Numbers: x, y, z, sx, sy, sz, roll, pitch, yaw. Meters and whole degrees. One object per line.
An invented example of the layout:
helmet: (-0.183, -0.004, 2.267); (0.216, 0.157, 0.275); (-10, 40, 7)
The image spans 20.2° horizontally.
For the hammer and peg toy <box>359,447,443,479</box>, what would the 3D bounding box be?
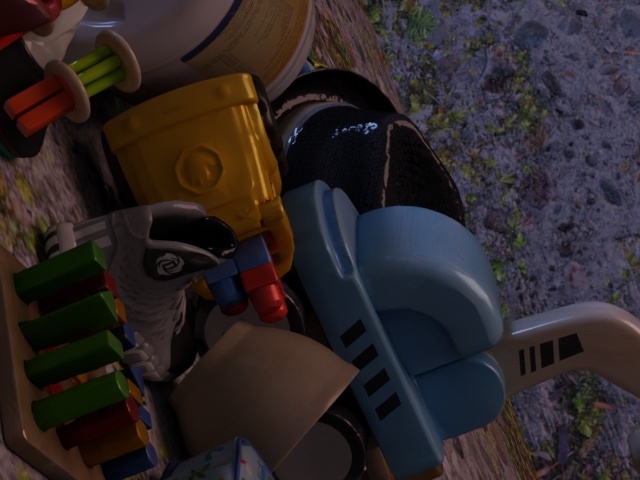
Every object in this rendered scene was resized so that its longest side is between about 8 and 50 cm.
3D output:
hammer and peg toy: (0.140, 0.384, 2.017); (0.361, 0.127, 0.266); (49, 20, -59)

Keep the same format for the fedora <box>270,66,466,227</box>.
fedora: (0.058, -0.024, 1.943); (0.334, 0.152, 0.334); (-1, 91, -45)

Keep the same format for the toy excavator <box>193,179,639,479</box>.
toy excavator: (0.151, 0.105, 1.767); (0.222, 0.445, 0.433); (-83, 149, -67)

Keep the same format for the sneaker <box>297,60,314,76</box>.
sneaker: (-0.099, -0.251, 2.125); (0.208, 0.127, 0.319); (61, -7, 31)

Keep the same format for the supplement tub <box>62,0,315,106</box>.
supplement tub: (-0.136, -0.232, 1.617); (0.316, 0.228, 0.228); (27, 43, -74)

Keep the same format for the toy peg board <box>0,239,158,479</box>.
toy peg board: (-0.159, 0.092, 1.271); (0.160, 0.079, 0.161); (52, 20, -54)

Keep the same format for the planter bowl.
planter bowl: (-0.060, 0.135, 1.521); (0.109, 0.162, 0.162); (42, 11, 2)

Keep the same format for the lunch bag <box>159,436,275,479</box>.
lunch bag: (-0.061, 0.272, 1.361); (0.219, 0.090, 0.176); (-90, 155, -62)

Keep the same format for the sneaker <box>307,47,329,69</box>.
sneaker: (-0.074, -0.238, 2.281); (0.343, 0.134, 0.146); (59, -11, -25)

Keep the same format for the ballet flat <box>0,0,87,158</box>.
ballet flat: (-0.243, -0.205, 1.396); (0.095, 0.096, 0.280); (22, 48, -73)

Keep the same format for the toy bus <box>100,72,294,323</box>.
toy bus: (-0.083, -0.017, 1.584); (0.220, 0.149, 0.211); (72, -4, -75)

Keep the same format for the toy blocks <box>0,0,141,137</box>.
toy blocks: (-0.217, -0.133, 1.321); (0.054, 0.148, 0.123); (14, -51, 52)

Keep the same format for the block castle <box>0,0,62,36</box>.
block castle: (-0.297, -0.354, 1.126); (0.303, 0.213, 0.453); (-89, 154, -64)

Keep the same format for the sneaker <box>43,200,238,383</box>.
sneaker: (-0.115, 0.038, 1.443); (0.228, 0.132, 0.086); (50, 21, -58)
